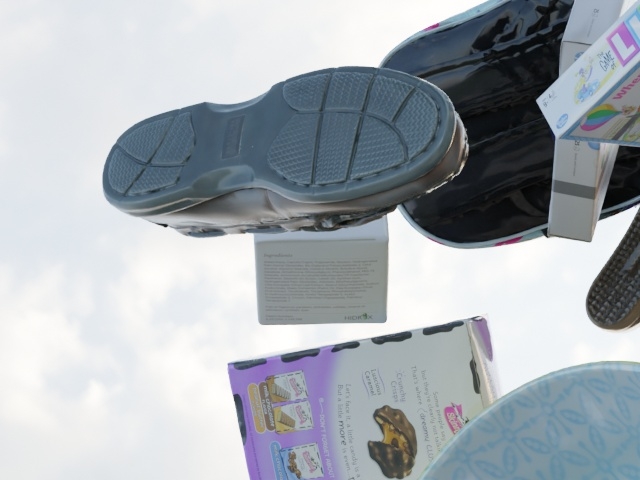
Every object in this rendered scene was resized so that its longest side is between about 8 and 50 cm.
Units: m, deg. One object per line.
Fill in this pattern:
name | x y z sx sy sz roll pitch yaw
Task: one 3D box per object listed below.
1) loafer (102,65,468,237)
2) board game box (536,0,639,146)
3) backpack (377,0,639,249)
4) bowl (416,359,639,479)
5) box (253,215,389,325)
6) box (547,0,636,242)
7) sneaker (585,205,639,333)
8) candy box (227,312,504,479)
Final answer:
loafer | -0.015 -0.047 1.190 0.084 0.267 0.096 41 -126 -45
board game box | 0.194 -0.104 0.930 0.103 0.026 0.154 2 -37 -44
backpack | 0.174 -0.107 1.685 0.253 0.225 0.191 -20 -2 6
bowl | 0.187 0.237 1.190 0.289 0.289 0.156 -45 -53 8
box | 0.000 0.000 1.408 0.102 0.101 0.087 -1 -49 -1
box | 0.205 -0.115 1.403 0.145 0.038 0.186 -66 -20 -45
sneaker | 0.297 0.000 1.597 0.188 0.066 0.071 -49 -24 10
candy box | 0.044 0.153 1.419 0.196 0.165 0.070 -11 -1 19
